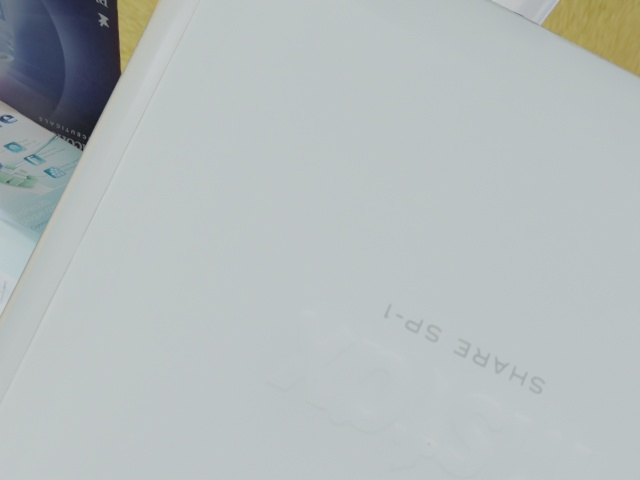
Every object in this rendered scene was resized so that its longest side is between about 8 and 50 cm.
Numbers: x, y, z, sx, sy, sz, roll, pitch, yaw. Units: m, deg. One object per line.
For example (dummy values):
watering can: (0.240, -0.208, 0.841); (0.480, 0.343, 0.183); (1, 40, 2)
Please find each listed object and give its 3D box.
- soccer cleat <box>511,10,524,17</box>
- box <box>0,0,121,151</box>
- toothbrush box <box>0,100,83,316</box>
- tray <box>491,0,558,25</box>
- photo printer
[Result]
soccer cleat: (0.000, 0.000, 0.743); (0.095, 0.083, 0.248); (39, 116, 18)
box: (-0.341, -0.151, 1.624); (0.296, 0.294, 0.183); (21, 132, -30)
toothbrush box: (-0.189, 0.064, 1.291); (0.295, 0.126, 0.216); (32, 124, 22)
tray: (0.020, -0.101, 0.789); (0.145, 0.030, 0.270); (46, 119, 17)
photo printer: (0.014, 0.077, 0.575); (0.256, 0.107, 0.308); (27, 76, -6)
